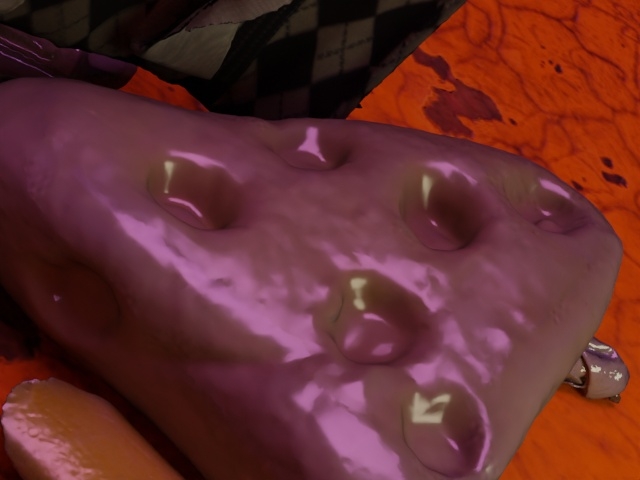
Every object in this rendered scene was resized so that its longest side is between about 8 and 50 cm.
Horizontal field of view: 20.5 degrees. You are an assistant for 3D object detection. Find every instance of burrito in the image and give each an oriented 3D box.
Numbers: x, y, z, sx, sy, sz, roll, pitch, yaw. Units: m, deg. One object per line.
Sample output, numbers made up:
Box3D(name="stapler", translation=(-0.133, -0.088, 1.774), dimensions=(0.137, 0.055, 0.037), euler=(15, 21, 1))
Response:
Box3D(name="burrito", translation=(0.125, 0.061, 1.148), dimensions=(0.185, 0.041, 0.045), euler=(18, 31, -26))

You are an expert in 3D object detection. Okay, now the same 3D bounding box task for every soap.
Box3D(name="soap", translation=(-0.094, 0.136, 0.895), dimensions=(0.168, 0.033, 0.089), euler=(48, 34, 16))

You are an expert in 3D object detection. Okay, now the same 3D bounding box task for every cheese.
Box3D(name="cheese", translation=(0.000, 0.000, 1.013), dimensions=(0.351, 0.129, 0.328), euler=(42, 46, 13))

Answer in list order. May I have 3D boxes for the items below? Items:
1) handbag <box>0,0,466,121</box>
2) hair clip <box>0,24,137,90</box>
Box3D(name="handbag", translation=(-0.092, -0.204, 0.958), dimensions=(0.416, 0.317, 0.180), euler=(14, 40, -37))
Box3D(name="hair clip", translation=(-0.232, -0.152, 1.075), dimensions=(0.257, 0.075, 0.146), euler=(35, 30, -14))
